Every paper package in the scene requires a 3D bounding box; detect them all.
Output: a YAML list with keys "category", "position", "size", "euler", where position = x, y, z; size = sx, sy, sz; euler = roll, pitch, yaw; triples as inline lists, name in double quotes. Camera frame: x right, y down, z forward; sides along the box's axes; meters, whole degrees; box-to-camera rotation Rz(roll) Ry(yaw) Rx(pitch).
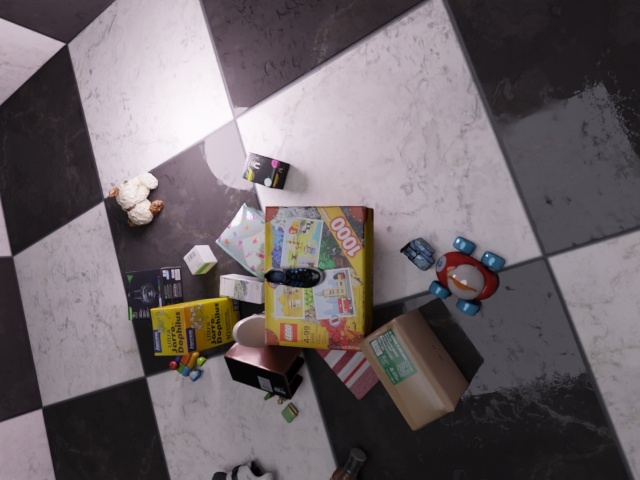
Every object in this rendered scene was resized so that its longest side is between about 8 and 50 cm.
- category: "paper package"
  position: [0.320, 0.418, 1.491]
  size: [0.168, 0.309, 0.325]
  euler: [-38, 72, 20]

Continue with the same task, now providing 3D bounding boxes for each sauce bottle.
- category: "sauce bottle"
  position: [0.081, 0.971, 1.742]
  size: [0.111, 0.111, 0.345]
  euler: [30, 102, 25]

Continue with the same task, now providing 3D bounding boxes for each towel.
- category: "towel"
  position: [0.113, 0.429, 1.761]
  size: [0.329, 0.037, 0.237]
  euler: [45, 112, 22]

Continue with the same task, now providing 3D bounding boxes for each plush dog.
- category: "plush dog"
  position: [-0.932, -0.187, 2.255]
  size: [0.262, 0.211, 0.226]
  euler: [-28, 101, 25]

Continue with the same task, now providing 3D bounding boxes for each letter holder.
- category: "letter holder"
  position: [-0.214, 0.505, 1.890]
  size: [0.301, 0.214, 0.152]
  euler: [8, 126, 28]

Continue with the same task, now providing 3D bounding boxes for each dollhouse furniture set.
- category: "dollhouse furniture set"
  position: [-0.169, 0.710, 1.902]
  size: [0.152, 0.058, 0.076]
  euler: [46, 111, 21]

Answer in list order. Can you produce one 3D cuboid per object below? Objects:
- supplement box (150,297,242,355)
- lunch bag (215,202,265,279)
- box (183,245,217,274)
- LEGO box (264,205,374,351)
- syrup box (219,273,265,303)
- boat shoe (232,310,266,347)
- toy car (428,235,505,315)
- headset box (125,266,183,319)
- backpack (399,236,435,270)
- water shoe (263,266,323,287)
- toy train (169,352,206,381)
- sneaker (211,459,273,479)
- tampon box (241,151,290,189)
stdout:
- category: "supplement box"
  position: [-0.521, 0.361, 1.922]
  size: [0.195, 0.356, 0.194]
  euler: [-9, 87, 29]
- category: "lunch bag"
  position: [-0.268, 0.008, 1.874]
  size: [0.262, 0.160, 0.223]
  euler: [38, 93, 25]
- category: "box"
  position: [-0.565, 0.091, 2.096]
  size: [0.101, 0.087, 0.102]
  euler: [-41, 73, 23]
- category: "LEGO box"
  position: [-0.002, 0.124, 1.631]
  size: [0.371, 0.193, 0.501]
  euler: [0, 93, 15]
- category: "syrup box"
  position: [-0.326, 0.211, 1.962]
  size: [0.236, 0.096, 0.093]
  euler: [5, 95, 28]
- category: "boat shoe"
  position: [-0.244, 0.349, 1.793]
  size: [0.158, 0.340, 0.127]
  euler: [1, 87, 42]
- category: "toy car"
  position: [0.460, 0.121, 1.453]
  size: [0.210, 0.238, 0.219]
  euler: [32, 104, 25]
- category: "headset box"
  position: [-0.834, 0.264, 2.219]
  size: [0.282, 0.131, 0.247]
  euler: [-6, 87, 29]
- category: "backpack"
  position: [0.358, 0.047, 1.584]
  size: [0.084, 0.105, 0.114]
  euler: [-46, 76, 22]
- category: "water shoe"
  position: [-0.093, 0.131, 1.513]
  size: [0.202, 0.080, 0.073]
  euler: [-2, 92, 16]
- category: "toy train"
  position: [-0.601, 0.543, 2.118]
  size: [0.143, 0.105, 0.248]
  euler: [34, 106, 13]
- category: "sneaker"
  position: [-0.337, 1.047, 1.977]
  size: [0.330, 0.122, 0.147]
  euler: [-2, 72, 30]
- category: "tampon box"
  position: [-0.234, -0.297, 1.905]
  size: [0.160, 0.101, 0.121]
  euler: [21, 101, 27]
